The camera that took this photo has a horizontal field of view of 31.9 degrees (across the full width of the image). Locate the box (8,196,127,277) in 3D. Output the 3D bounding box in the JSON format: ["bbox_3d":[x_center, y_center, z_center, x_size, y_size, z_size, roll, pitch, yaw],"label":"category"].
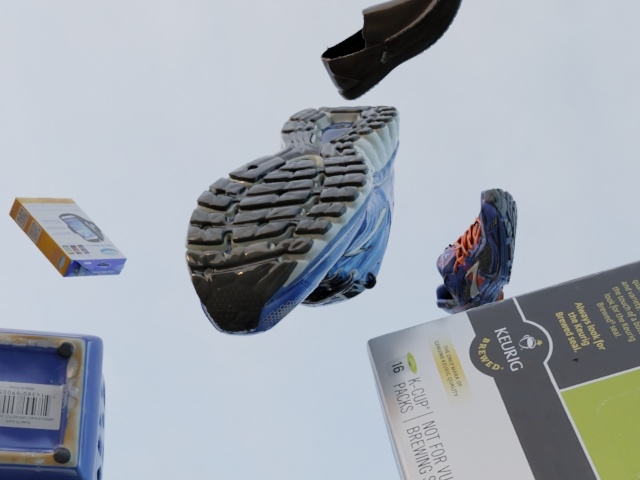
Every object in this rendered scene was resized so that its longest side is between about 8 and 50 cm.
[{"bbox_3d":[-0.279,0.000,1.252,0.136,0.081,0.028,45,-63,30],"label":"box"}]

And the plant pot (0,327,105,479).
[{"bbox_3d":[-0.370,0.231,1.332,0.235,0.236,0.212,6,-34,-13],"label":"plant pot"}]

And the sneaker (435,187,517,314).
[{"bbox_3d":[0.181,0.026,1.318,0.087,0.083,0.221,8,-44,5],"label":"sneaker"}]

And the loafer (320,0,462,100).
[{"bbox_3d":[0.086,-0.262,1.398,0.078,0.080,0.220,38,-62,-26],"label":"loafer"}]

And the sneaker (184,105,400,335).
[{"bbox_3d":[0.000,0.000,0.893,0.129,0.330,0.147,0,-68,21],"label":"sneaker"}]

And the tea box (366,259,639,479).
[{"bbox_3d":[0.231,0.200,0.733,0.323,0.329,0.220,-16,-50,2],"label":"tea box"}]
